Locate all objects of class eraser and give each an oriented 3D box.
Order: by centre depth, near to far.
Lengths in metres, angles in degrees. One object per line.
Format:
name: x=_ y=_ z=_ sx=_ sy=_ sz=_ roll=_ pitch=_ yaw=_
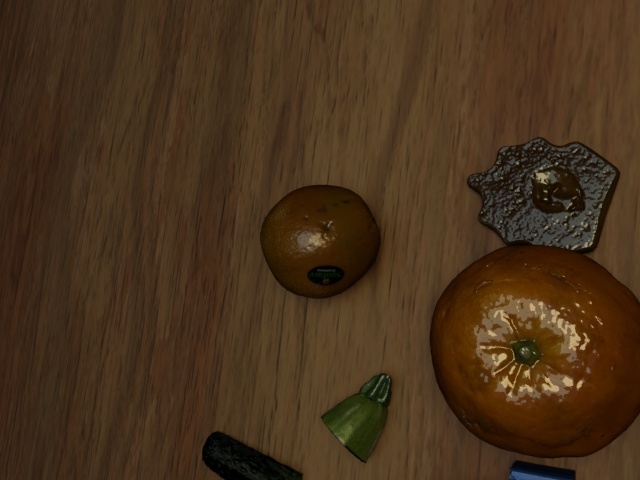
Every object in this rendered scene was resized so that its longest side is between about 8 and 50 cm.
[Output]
eraser: x=0.317 y=0.340 z=0.814 sx=0.085 sy=0.063 sz=0.027 roll=0 pitch=83 yaw=28

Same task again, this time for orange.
orange: x=0.289 y=0.146 z=0.766 sx=0.284 sy=0.226 sz=0.283 roll=-2 pitch=86 yaw=30
orange: x=0.000 y=0.000 z=0.966 sx=0.206 sy=0.206 sz=0.206 roll=-5 pitch=80 yaw=28

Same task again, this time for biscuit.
biscuit: x=0.333 y=-0.071 z=0.886 sx=0.215 sy=0.034 sz=0.182 roll=18 pitch=90 yaw=31

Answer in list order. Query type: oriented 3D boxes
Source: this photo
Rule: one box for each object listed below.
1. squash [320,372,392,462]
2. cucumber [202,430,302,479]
squash: x=0.079 y=0.282 z=0.948 sx=0.105 sy=0.105 sz=0.132 roll=39 pitch=82 yaw=27
cucumber: x=-0.137 y=0.425 z=1.044 sx=0.211 sy=0.062 sz=0.078 roll=13 pitch=89 yaw=29
